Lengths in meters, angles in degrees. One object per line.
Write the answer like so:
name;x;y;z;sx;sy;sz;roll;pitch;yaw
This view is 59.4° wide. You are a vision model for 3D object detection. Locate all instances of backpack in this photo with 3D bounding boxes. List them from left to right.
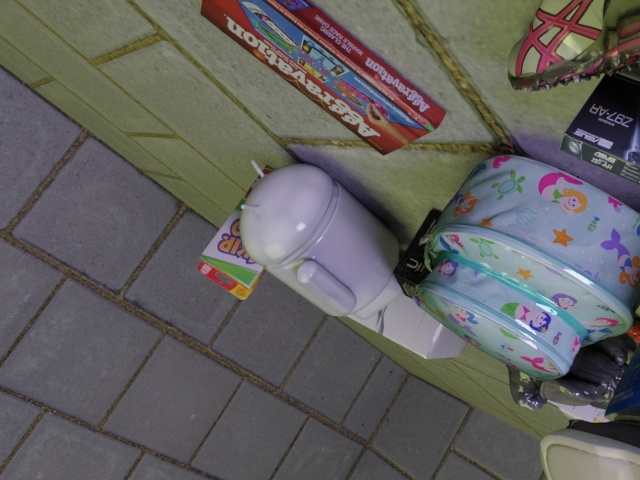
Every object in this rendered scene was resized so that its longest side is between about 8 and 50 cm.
backpack;0.221;0.031;0.604;0.225;0.191;0.253;32;164;11

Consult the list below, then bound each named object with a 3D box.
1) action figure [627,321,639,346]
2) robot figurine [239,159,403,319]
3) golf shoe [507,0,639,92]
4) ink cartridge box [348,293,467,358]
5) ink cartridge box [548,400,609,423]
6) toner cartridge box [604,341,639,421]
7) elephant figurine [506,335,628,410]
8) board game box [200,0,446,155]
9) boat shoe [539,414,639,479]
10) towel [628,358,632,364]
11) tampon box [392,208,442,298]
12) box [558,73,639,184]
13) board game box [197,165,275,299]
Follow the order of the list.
action figure;0.449;0.141;0.782;0.115;0.030;0.038;49;180;-20
robot figurine;0.000;0.000;1.007;0.353;0.200;0.300;38;-158;-29
golf shoe;0.168;-0.141;0.339;0.186;0.067;0.086;-153;49;-81
ink cartridge box;0.169;0.139;1.204;0.283;0.117;0.207;25;-174;34
ink cartridge box;0.523;0.295;1.031;0.198;0.115;0.067;25;166;40
toner cartridge box;0.360;0.093;0.503;0.075;0.165;0.348;29;168;23
elephant figurine;0.421;0.206;0.885;0.186;0.169;0.239;2;-179;-29
board game box;-0.006;-0.200;0.624;0.281;0.027;0.145;35;170;-11
boat shoe;0.321;0.212;0.442;0.324;0.097;0.116;169;88;-71
towel;0.557;0.217;0.827;0.144;0.029;0.197;30;168;11
tampon box;0.213;0.051;0.838;0.161;0.120;0.101;27;167;29
box;0.216;-0.072;0.377;0.083;0.067;0.018;32;162;24
board game box;-0.130;-0.018;1.131;0.124;0.259;0.039;31;168;13
